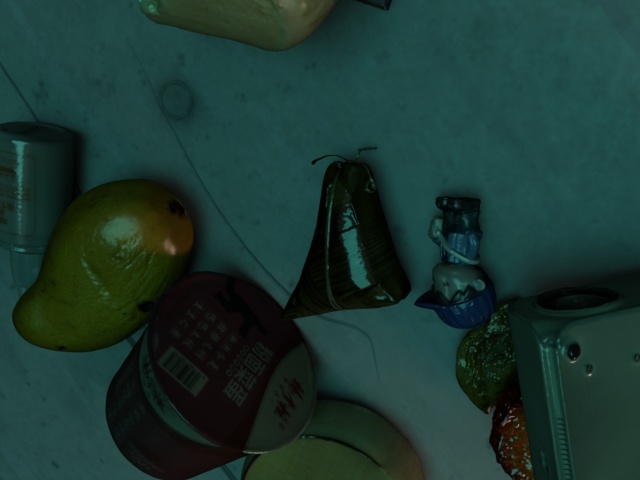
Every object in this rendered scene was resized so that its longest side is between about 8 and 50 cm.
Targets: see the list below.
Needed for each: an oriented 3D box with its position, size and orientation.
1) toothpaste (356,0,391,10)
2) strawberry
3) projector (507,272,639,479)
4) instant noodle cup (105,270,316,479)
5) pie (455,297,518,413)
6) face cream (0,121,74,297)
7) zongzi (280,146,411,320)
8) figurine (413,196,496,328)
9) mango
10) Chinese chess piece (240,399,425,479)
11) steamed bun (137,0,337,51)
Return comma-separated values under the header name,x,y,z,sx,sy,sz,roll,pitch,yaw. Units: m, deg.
name,x,y,z,sx,sy,sz,roll,pitch,yaw
toothpaste,-0.013,-0.303,0.692,0.196,0.047,0.040,23,96,12
strawberry,0.261,0.215,0.725,0.145,0.086,0.145,4,105,14
projector,0.326,0.137,0.619,0.251,0.108,0.198,-11,98,-3
instant noodle cup,-0.147,0.182,0.797,0.235,0.235,0.178,48,125,0
pie,0.214,0.129,0.747,0.092,0.034,0.170,34,116,-4
face cream,-0.397,-0.031,0.876,0.101,0.101,0.251,16,111,14
zongzi,0.000,0.000,0.764,0.184,0.084,0.187,-13,94,32
figurine,0.155,0.025,0.720,0.087,0.086,0.149,0,96,-22
mango,-0.285,0.039,0.847,0.177,0.120,0.295,42,113,-9
Chinese chess piece,0.015,0.336,0.842,0.250,0.103,0.249,5,107,17
steamed bun,-0.077,-0.336,0.548,0.274,0.272,0.290,22,93,11
